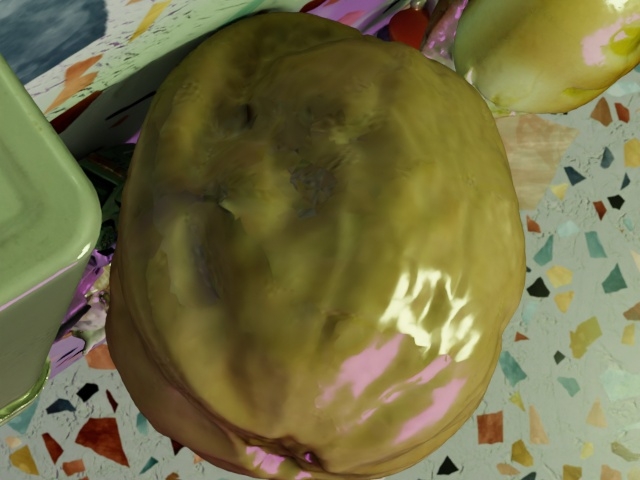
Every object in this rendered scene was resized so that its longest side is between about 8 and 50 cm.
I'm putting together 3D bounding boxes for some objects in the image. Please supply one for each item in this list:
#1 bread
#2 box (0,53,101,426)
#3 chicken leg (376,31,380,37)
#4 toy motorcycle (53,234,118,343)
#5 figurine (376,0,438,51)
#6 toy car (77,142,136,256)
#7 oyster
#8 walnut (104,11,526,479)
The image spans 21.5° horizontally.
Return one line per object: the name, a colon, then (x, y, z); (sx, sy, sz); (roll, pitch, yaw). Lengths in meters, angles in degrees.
bread: (0.222, -0.231, 1.471); (0.333, 0.160, 0.333); (-55, -168, 17)
box: (-0.317, 0.068, 0.965); (0.352, 0.177, 0.344); (-33, 173, -23)
chicken leg: (0.010, -0.162, 1.941); (0.253, 0.051, 0.106); (-39, 170, 23)
toy motorcycle: (-0.255, 0.026, 1.561); (0.204, 0.108, 0.239); (-31, -157, 17)
figurine: (0.108, -0.175, 1.807); (0.421, 0.154, 0.193); (-32, 173, -14)
toy car: (-0.182, -0.043, 1.451); (0.186, 0.093, 0.058); (-28, 142, -54)
oyster: (-0.326, 0.083, 1.830); (0.223, 0.083, 0.214); (-15, 161, -18)
walnut: (-0.007, 0.014, 1.355); (0.383, 0.383, 0.383); (-35, 177, -2)
